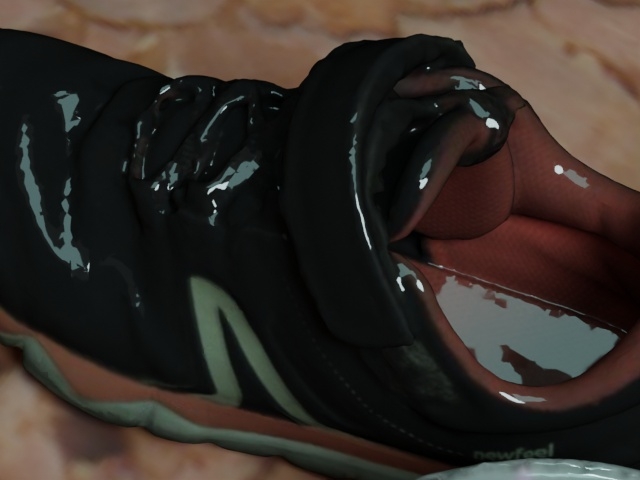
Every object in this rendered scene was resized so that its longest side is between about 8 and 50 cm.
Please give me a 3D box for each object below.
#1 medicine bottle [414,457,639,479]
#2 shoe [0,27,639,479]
[{"bbox_3d":[0.057,0.219,0.397,0.179,0.124,0.324,6,58,-6],"label":"medicine bottle"},{"bbox_3d":[0.000,0.000,0.519,0.291,0.137,0.114,21,56,7],"label":"shoe"}]
